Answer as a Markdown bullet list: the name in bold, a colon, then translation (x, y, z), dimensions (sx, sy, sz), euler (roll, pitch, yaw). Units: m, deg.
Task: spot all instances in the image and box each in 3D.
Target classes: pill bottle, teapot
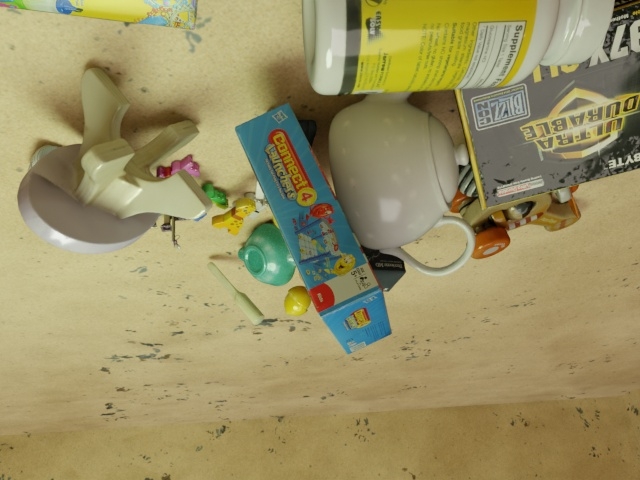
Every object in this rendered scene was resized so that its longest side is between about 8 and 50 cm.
- **pill bottle**: translation (0.151, -0.274, 0.698), dimensions (0.334, 0.187, 0.187), euler (-5, 150, -6)
- **teapot**: translation (0.136, -0.106, 0.916), dimensions (0.187, 0.252, 0.256), euler (-10, 146, 19)

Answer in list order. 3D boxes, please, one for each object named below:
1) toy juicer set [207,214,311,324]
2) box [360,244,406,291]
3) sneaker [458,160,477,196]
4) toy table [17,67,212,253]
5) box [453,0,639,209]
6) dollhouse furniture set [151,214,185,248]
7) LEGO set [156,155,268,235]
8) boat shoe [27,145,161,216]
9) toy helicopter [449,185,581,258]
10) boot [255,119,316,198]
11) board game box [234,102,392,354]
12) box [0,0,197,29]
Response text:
- **toy juicer set**: translation (-0.090, 0.065, 1.223), dimensions (0.090, 0.209, 0.329), euler (-19, 167, -47)
- **box**: translation (0.075, 0.014, 1.208), dimensions (0.156, 0.158, 0.093), euler (3, 148, -20)
- **sneaker**: translation (0.330, -0.180, 1.033), dimensions (0.132, 0.086, 0.228), euler (-15, 148, -51)
- **toy table**: translation (-0.291, -0.104, 0.869), dimensions (0.161, 0.274, 0.252), euler (-37, 107, 24)
- **box**: translation (0.370, -0.206, 0.877), dimensions (0.322, 0.079, 0.257), euler (-14, 121, 12)
- **dollhouse furniture set**: translation (-0.293, -0.036, 1.112), dimensions (0.091, 0.081, 0.114), euler (-4, 150, -6)
- **LEGO set**: translation (-0.173, -0.074, 1.071), dimensions (0.093, 0.086, 0.227), euler (-29, 145, 33)
- **boat shoe**: translation (-0.382, -0.093, 1.016), dimensions (0.226, 0.083, 0.076), euler (29, 147, -31)
- **toy helicopter**: translation (0.442, -0.072, 1.207), dimensions (0.355, 0.140, 0.235), euler (5, 146, -43)
- **boot**: translation (-0.063, -0.133, 1.008), dimensions (0.086, 0.069, 0.190), euler (4, 147, -10)
- **board game box**: translation (0.000, 0.000, 0.905), dimensions (0.086, 0.301, 0.308), euler (-25, 159, 0)
- **box**: translation (-0.231, -0.356, 0.478), dimensions (0.280, 0.176, 0.290), euler (2, 148, -16)
